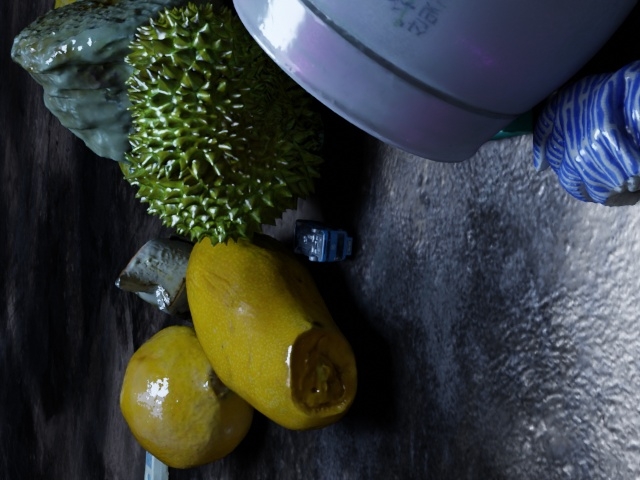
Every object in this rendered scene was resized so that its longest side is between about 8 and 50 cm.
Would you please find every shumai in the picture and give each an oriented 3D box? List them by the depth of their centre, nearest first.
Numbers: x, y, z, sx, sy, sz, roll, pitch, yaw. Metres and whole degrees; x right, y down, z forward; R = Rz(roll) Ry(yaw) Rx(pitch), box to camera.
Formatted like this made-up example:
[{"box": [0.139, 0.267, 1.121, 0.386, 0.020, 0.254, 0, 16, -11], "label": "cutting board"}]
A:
[{"box": [-0.259, -0.222, 1.541, 0.304, 0.309, 0.263, -125, 17, -61], "label": "shumai"}]

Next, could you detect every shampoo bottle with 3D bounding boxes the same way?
[{"box": [0.092, -0.218, 0.781, 0.266, 0.273, 0.273, -53, 42, 28], "label": "shampoo bottle"}]

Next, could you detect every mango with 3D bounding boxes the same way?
[{"box": [-0.062, 0.101, 1.240, 0.359, 0.144, 0.187, -128, 31, -49], "label": "mango"}]

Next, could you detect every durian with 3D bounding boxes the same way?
[{"box": [-0.107, -0.125, 1.203, 0.291, 0.224, 0.291, -177, 90, -86], "label": "durian"}]

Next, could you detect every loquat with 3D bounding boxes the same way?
[{"box": [-0.183, 0.214, 1.458, 0.234, 0.176, 0.187, -23, 53, 58], "label": "loquat"}]

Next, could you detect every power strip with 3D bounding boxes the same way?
[{"box": [-0.267, 0.352, 1.763, 0.047, 0.030, 0.191, 19, 106, 62], "label": "power strip"}]

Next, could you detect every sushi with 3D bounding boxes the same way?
[{"box": [-0.192, 0.036, 1.437, 0.134, 0.273, 0.109, 28, 86, 20], "label": "sushi"}]

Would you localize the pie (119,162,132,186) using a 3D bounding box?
[{"box": [-0.311, -0.183, 1.842, 0.187, 0.041, 0.187, 1, 91, 62], "label": "pie"}]

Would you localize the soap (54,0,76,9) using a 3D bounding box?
[{"box": [-0.390, -0.443, 1.905, 0.281, 0.143, 0.259, 46, 132, 47], "label": "soap"}]

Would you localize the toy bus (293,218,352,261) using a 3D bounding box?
[{"box": [0.000, 0.000, 1.229, 0.083, 0.046, 0.038, -157, 70, -63], "label": "toy bus"}]

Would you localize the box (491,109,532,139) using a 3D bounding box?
[{"box": [0.129, -0.201, 0.980, 0.161, 0.042, 0.226, -3, 87, 63], "label": "box"}]

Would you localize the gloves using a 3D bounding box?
[{"box": [0.222, -0.082, 0.761, 0.119, 0.097, 0.229, -66, 15, -21], "label": "gloves"}]
